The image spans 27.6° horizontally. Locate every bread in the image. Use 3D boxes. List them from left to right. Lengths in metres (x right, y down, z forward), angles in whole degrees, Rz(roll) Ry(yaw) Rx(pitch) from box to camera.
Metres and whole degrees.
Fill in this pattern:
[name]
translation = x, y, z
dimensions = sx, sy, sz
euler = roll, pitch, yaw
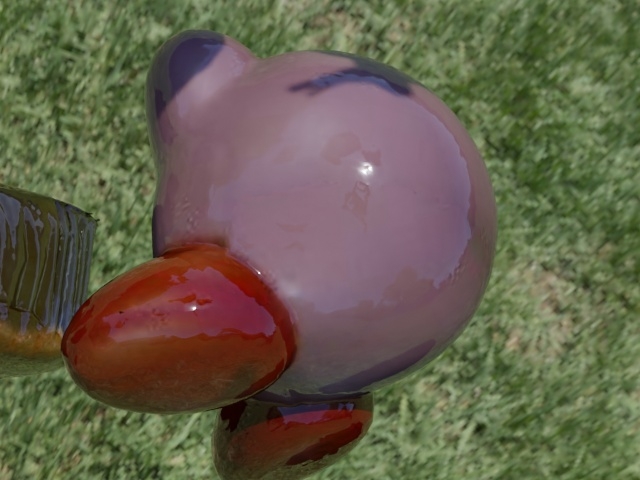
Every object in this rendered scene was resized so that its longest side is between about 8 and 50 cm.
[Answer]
[bread]
translation = -0.303, 0.029, 0.973
dimensions = 0.204, 0.288, 0.156
euler = 0, 78, 23

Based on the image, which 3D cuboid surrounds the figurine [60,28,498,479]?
[figurine]
translation = 0.004, 0.006, 0.812
dimensions = 0.211, 0.270, 0.261
euler = -4, 62, 20
